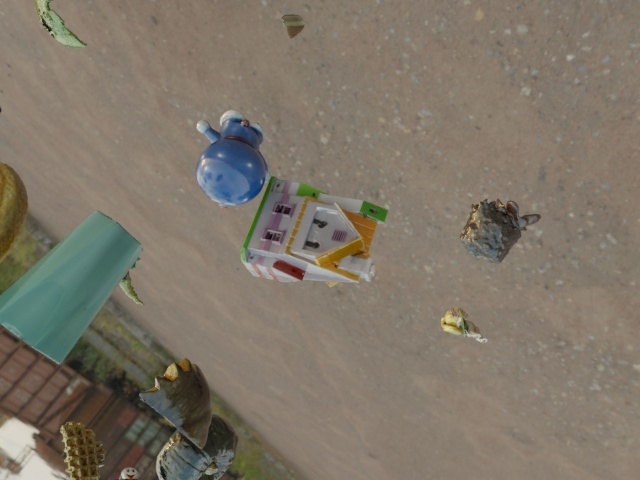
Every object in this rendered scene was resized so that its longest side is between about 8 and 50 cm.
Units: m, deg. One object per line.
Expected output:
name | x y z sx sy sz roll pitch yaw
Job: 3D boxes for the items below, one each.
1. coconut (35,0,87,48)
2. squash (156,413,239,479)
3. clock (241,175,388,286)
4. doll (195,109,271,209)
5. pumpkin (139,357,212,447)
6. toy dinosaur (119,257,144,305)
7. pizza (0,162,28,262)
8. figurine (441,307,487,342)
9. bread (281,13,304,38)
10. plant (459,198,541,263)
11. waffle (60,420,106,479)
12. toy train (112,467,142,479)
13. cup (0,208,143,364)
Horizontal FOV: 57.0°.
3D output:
coconut | -0.615 -0.510 1.369 0.133 0.055 0.158 8 137 46
squash | -0.363 0.634 1.758 0.165 0.252 0.252 46 162 23
clock | 0.000 0.000 1.425 0.310 0.235 0.166 11 157 20
doll | -0.213 -0.196 1.420 0.215 0.256 0.161 24 134 -15
pumpkin | -0.286 0.376 1.352 0.149 0.130 0.254 35 162 23
toy dinosaur | -0.600 0.085 1.749 0.259 0.153 0.094 44 161 -21
pizza | -0.662 -0.032 1.152 0.268 0.258 0.087 30 148 28
figurine | 0.391 0.239 1.626 0.083 0.083 0.187 45 180 -23
bread | -0.079 -0.643 1.753 0.109 0.062 0.043 -5 -105 -81
plant | 0.590 -0.045 1.997 0.204 0.234 0.178 33 180 28
waffle | -0.700 0.620 1.701 0.046 0.160 0.192 -27 104 28
toy train | -0.574 0.750 1.700 0.083 0.203 0.131 14 -158 -27
cup | -0.417 0.066 0.985 0.134 0.235 0.148 27 160 23
